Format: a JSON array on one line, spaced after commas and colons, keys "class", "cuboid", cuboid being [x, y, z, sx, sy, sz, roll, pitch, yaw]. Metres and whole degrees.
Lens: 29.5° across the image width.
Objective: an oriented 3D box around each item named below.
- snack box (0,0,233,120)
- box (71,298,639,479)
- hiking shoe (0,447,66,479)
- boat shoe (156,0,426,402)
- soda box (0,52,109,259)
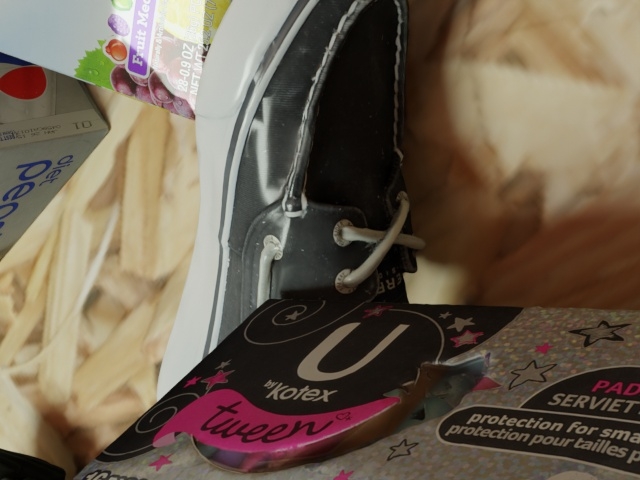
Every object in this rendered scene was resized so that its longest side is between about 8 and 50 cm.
[{"class": "snack box", "cuboid": [-0.118, -0.174, 0.595, 0.207, 0.070, 0.175, 20, 117, 15]}, {"class": "box", "cuboid": [0.057, 0.120, 0.426, 0.247, 0.142, 0.163, -2, 120, 42]}, {"class": "hiking shoe", "cuboid": [-0.147, 0.260, 0.735, 0.304, 0.113, 0.132, 40, 98, 38]}, {"class": "boat shoe", "cuboid": [0.000, 0.000, 0.556, 0.102, 0.108, 0.301, 36, 126, 29]}, {"class": "soda box", "cuboid": [-0.256, -0.023, 0.783, 0.286, 0.098, 0.091, -40, 75, 40]}]
